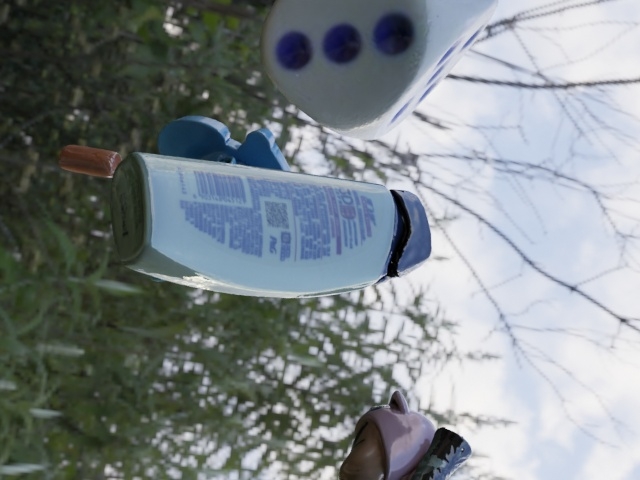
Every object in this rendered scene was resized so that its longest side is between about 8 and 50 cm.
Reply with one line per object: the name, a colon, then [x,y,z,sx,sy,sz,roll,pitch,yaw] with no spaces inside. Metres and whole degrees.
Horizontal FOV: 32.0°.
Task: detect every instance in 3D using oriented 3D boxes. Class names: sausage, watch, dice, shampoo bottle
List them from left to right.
sausage: [-0.281,-0.097,1.358,0.083,0.034,0.034,10,-93,24]
watch: [-0.147,-0.040,1.390,0.211,0.211,0.193,-47,-179,41]
shampoo bottle: [-0.037,-0.006,1.155,0.078,0.359,0.134,-31,-118,47]
dice: [0.098,-0.364,1.870,0.304,0.277,0.304,-52,177,33]

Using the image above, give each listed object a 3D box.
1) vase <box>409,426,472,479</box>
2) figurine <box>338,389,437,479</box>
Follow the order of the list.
vase: [0.130,0.317,1.431,0.167,0.059,0.059,-46,-167,-34]
figurine: [0.120,0.390,1.769,0.176,0.186,0.287,129,-47,-56]
